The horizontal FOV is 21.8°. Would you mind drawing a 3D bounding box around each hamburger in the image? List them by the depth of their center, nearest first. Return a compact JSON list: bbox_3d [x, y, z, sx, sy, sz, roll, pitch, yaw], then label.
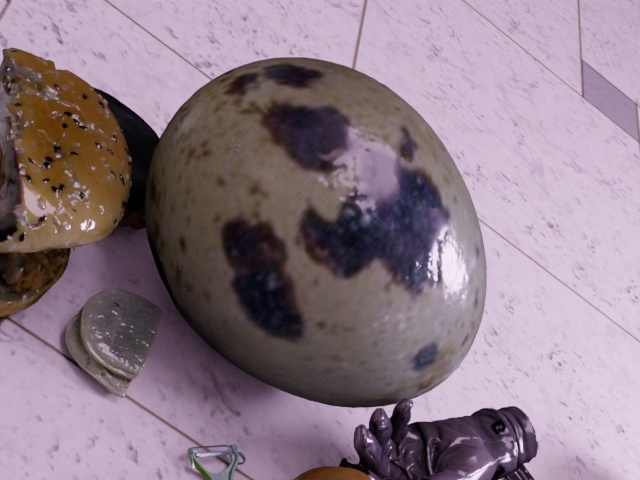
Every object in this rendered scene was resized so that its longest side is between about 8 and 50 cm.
[{"bbox_3d":[-0.292,-0.052,1.696,0.192,0.167,0.288,22,37,-32],"label":"hamburger"},{"bbox_3d":[-0.220,0.099,1.725,0.084,0.054,0.121,36,39,-20],"label":"hamburger"}]

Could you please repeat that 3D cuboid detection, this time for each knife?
[{"bbox_3d":[-0.079,0.281,1.707,0.078,0.022,0.166,-2,53,-44],"label":"knife"}]

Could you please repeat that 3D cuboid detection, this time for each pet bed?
[{"bbox_3d":[-0.252,-0.102,1.923,0.201,0.053,0.201,32,34,-25],"label":"pet bed"}]

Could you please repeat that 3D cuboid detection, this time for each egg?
[{"bbox_3d":[0.000,0.000,1.833,0.428,0.345,0.345,55,27,-18],"label":"egg"}]

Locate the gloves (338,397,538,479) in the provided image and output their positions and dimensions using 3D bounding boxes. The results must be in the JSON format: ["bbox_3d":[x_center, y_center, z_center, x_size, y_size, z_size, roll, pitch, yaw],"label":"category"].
[{"bbox_3d":[0.132,0.242,1.839,0.285,0.119,0.142,7,29,-41],"label":"gloves"}]

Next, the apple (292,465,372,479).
[{"bbox_3d":[0.013,0.294,1.706,0.102,0.126,0.126,-22,70,-37],"label":"apple"}]

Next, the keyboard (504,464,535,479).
[{"bbox_3d":[0.288,0.352,2.096,0.155,0.010,0.053,54,32,13],"label":"keyboard"}]
